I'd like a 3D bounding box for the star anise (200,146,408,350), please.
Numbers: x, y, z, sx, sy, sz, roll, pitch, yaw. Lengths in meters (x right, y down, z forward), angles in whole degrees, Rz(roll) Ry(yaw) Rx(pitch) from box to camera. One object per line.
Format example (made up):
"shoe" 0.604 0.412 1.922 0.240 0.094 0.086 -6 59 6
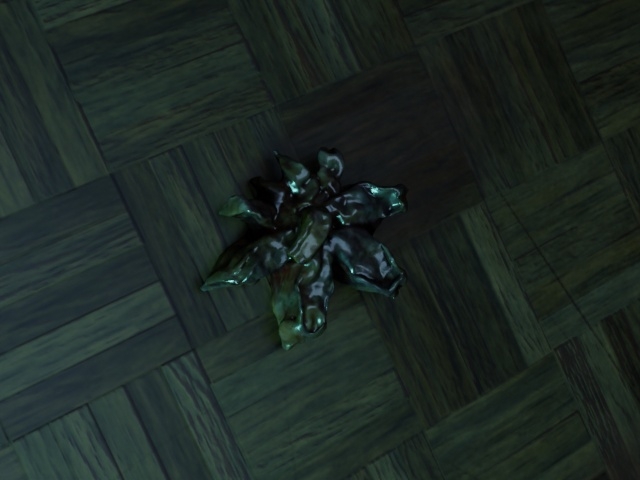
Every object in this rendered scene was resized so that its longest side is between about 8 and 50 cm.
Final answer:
"star anise" -0.004 0.006 1.037 0.214 0.099 0.220 23 74 -9
